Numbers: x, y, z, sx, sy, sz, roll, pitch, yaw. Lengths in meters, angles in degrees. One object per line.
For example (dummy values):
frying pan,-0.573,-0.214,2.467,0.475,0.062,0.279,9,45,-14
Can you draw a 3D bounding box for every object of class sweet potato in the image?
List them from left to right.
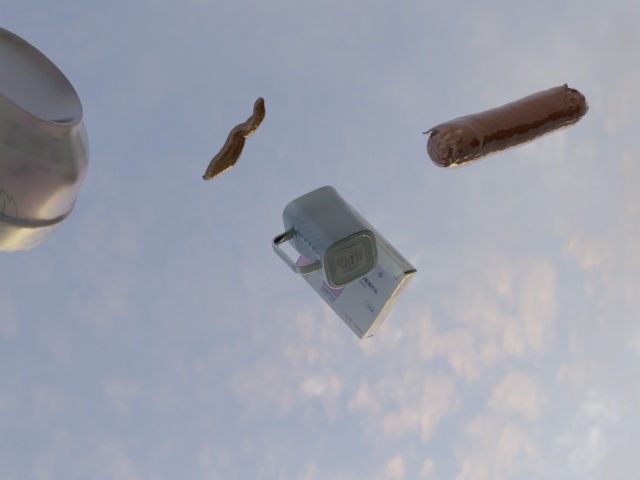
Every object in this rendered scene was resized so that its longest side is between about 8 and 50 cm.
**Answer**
sweet potato,-0.138,-0.164,1.338,0.044,0.044,0.179,22,-61,-39

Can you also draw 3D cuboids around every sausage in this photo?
sausage,0.359,-0.218,1.523,0.419,0.094,0.094,-22,-68,-34

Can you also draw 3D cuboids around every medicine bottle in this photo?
medicine bottle,0.060,0.048,1.454,0.052,0.201,0.171,-10,-41,-50

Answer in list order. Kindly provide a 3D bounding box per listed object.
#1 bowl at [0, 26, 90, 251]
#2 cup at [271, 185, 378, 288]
bowl,-0.377,-0.141,0.919,0.144,0.287,0.287,-42,-50,19
cup,0.000,0.000,1.182,0.128,0.129,0.095,-25,-48,-16
